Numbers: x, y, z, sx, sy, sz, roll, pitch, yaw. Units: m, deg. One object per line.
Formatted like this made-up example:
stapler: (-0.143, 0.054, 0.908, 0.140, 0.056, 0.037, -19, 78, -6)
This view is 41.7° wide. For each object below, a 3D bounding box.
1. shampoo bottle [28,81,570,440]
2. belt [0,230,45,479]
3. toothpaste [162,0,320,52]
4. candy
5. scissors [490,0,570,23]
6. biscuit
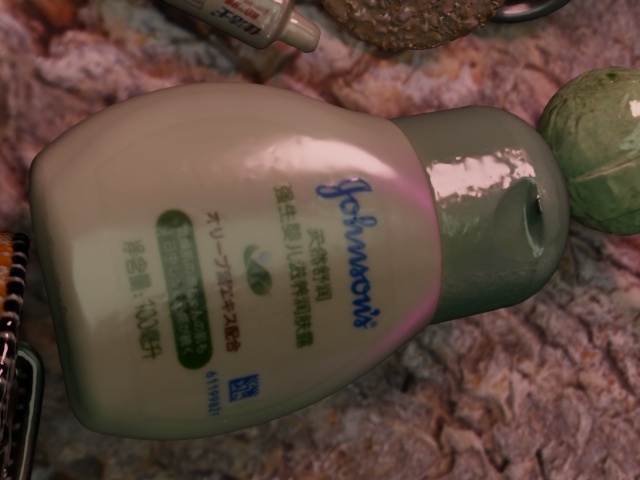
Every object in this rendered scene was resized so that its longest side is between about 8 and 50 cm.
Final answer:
shampoo bottle: (0.000, 0.000, 0.554, 0.349, 0.151, 0.222, -11, 100, -18)
belt: (-0.235, 0.116, 0.462, 0.150, 0.207, 0.258, 8, 88, -17)
toothpaste: (-0.117, -0.192, 0.539, 0.268, 0.047, 0.069, 26, 108, -18)
candy: (0.306, 0.048, 0.700, 0.119, 0.119, 0.440, -40, 115, -9)
scissors: (0.235, -0.243, 0.580, 0.289, 0.041, 0.138, -18, 139, 11)
biscuit: (0.065, -0.195, 0.572, 0.152, 0.020, 0.152, -1, 135, -1)
